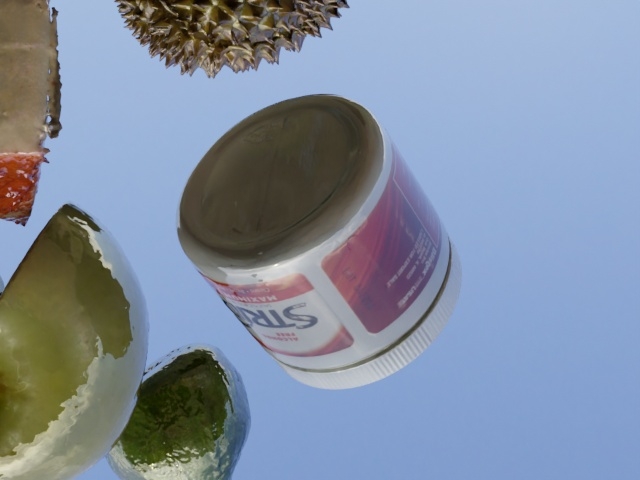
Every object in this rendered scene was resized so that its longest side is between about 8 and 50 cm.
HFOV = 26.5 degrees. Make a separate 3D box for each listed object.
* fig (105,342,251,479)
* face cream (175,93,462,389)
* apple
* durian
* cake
[{"bbox_3d":[-0.155,0.260,1.703,0.203,0.235,0.203,-34,-177,2],"label":"fig"},{"bbox_3d":[0.000,0.000,1.194,0.201,0.187,0.201,-19,-137,19],"label":"face cream"},{"bbox_3d":[-0.290,0.114,1.249,0.295,0.233,0.258,-24,-168,4],"label":"apple"},{"bbox_3d":[-0.109,-0.380,1.801,0.347,0.347,0.384,23,-145,38],"label":"durian"},{"bbox_3d":[-0.302,-0.100,1.104,0.159,0.262,0.158,-1,-105,-16],"label":"cake"}]
